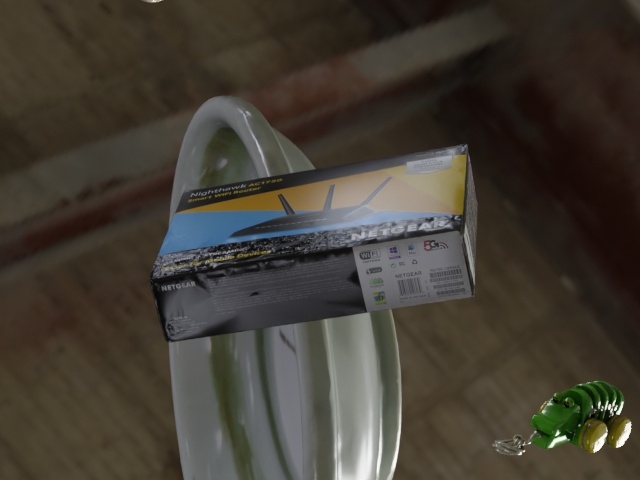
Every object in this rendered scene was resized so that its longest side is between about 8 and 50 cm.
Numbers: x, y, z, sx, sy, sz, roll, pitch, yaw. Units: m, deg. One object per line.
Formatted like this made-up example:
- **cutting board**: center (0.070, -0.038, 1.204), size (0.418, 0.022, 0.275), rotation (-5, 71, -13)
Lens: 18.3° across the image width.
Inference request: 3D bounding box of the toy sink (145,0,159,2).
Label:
- **toy sink**: center (-0.077, -0.199, 0.868), size (0.234, 0.152, 0.131), rotation (20, -150, 27)

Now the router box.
- **router box**: center (0.000, 0.000, 1.152), size (0.133, 0.179, 0.046), rotation (-78, -23, -66)

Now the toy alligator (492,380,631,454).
- **toy alligator**: center (0.211, 0.147, 1.681), size (0.056, 0.051, 0.190), rotation (23, -165, 37)

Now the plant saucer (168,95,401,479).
- **plant saucer**: center (-0.022, 0.093, 1.434), size (0.101, 0.400, 0.400), rotation (-4, -125, -17)
